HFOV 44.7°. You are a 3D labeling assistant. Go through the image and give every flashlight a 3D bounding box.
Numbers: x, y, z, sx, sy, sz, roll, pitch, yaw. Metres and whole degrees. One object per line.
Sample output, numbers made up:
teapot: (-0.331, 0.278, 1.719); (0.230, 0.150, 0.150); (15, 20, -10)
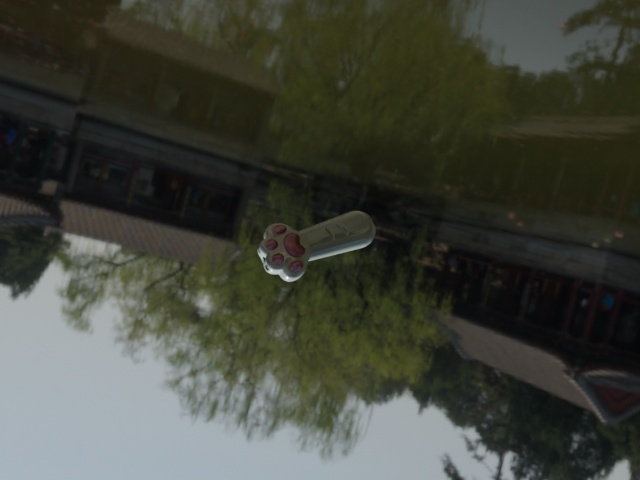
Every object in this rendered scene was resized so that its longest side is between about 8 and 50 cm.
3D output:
flashlight: (0.000, 0.000, 1.212); (0.200, 0.093, 0.047); (-17, 163, -26)
